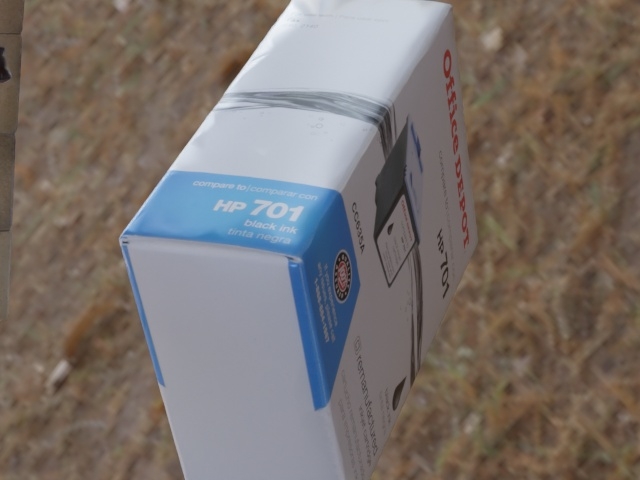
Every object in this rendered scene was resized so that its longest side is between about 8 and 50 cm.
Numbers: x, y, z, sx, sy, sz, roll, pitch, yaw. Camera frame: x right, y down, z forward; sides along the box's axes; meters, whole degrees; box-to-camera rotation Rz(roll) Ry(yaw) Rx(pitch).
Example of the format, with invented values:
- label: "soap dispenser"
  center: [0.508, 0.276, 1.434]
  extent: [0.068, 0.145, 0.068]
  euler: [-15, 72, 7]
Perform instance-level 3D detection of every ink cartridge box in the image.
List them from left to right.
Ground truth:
- label: "ink cartridge box"
  center: [0.000, 0.000, 0.725]
  extent: [0.082, 0.139, 0.190]
  euler: [7, 40, 22]

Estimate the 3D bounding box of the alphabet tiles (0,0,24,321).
- label: "alphabet tiles"
  center: [-0.203, -0.076, 0.594]
  extent: [0.009, 0.198, 0.237]
  euler: [-130, 44, -60]
